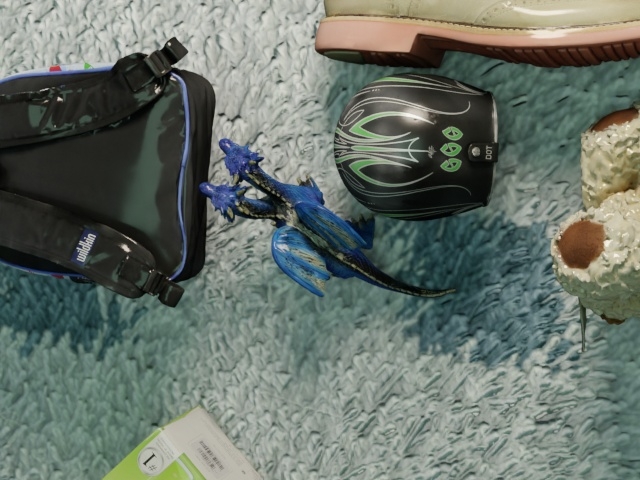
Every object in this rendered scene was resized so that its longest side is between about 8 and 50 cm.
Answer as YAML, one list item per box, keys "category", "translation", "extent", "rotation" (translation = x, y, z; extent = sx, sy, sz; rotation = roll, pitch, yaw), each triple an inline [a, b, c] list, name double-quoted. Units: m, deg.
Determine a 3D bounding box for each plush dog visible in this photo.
- category: "plush dog"
  translation: [0.363, 0.005, 1.186]
  extent: [0.225, 0.262, 0.211]
  rotation: [-2, 129, 26]

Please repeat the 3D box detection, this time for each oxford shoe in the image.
- category: "oxford shoe"
  translation: [0.186, -0.251, 1.237]
  extent: [0.397, 0.140, 0.147]
  rotation: [3, 89, 14]

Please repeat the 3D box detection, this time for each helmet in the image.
- category: "helmet"
  translation: [0.094, -0.096, 1.274]
  extent: [0.161, 0.169, 0.169]
  rotation: [2, 97, -1]

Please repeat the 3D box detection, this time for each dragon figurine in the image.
- category: "dragon figurine"
  translation: [0.000, 0.000, 1.311]
  extent: [0.289, 0.144, 0.085]
  rotation: [40, 105, 5]

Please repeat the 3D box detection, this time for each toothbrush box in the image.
- category: "toothbrush box"
  translation: [-0.190, 0.362, 1.421]
  extent: [0.283, 0.122, 0.206]
  rotation: [-42, 83, 18]

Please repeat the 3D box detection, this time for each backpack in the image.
- category: "backpack"
  translation: [-0.250, -0.077, 1.348]
  extent: [0.263, 0.213, 0.277]
  rotation: [4, 91, 8]
